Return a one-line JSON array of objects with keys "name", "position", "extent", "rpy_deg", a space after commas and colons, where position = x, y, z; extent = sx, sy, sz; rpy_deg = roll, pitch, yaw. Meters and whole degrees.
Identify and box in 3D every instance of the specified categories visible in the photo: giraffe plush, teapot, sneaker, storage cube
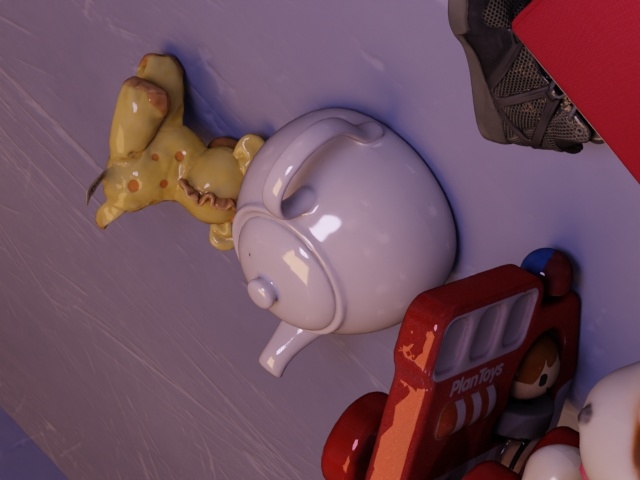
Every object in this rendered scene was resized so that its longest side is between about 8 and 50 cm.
[{"name": "giraffe plush", "position": [-0.146, -0.086, 1.622], "extent": [0.170, 0.210, 0.181], "rpy_deg": [16, 140, 2]}, {"name": "teapot", "position": [0.000, 0.000, 1.468], "extent": [0.252, 0.187, 0.256], "rpy_deg": [-6, 117, 55]}, {"name": "sneaker", "position": [0.176, -0.152, 1.148], "extent": [0.130, 0.087, 0.227], "rpy_deg": [17, 147, 31]}, {"name": "storage cube", "position": [0.277, -0.148, 0.931], "extent": [0.215, 0.184, 0.193], "rpy_deg": [51, 151, 1]}]

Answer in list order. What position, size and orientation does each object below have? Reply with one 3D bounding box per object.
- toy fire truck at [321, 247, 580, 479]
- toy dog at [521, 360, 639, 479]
[{"name": "toy fire truck", "position": [0.152, 0.136, 1.329], "extent": [0.169, 0.302, 0.254], "rpy_deg": [30, 117, 32]}, {"name": "toy dog", "position": [0.341, 0.243, 1.145], "extent": [0.395, 0.284, 0.408], "rpy_deg": [-5, 127, 29]}]
